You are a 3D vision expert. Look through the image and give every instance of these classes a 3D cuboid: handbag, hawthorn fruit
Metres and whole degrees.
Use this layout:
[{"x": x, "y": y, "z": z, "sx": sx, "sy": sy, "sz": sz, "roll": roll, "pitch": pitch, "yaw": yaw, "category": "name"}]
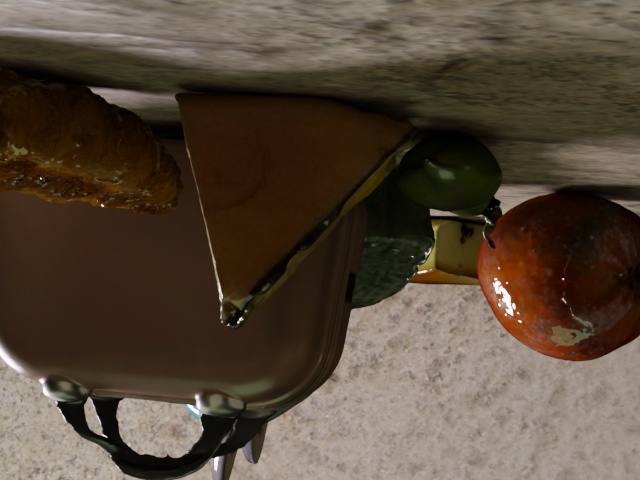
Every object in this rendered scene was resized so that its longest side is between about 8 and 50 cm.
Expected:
[{"x": -0.123, "y": 0.052, "z": 1.361, "sx": 0.302, "sy": 0.283, "sz": 0.149, "roll": 3, "pitch": 174, "yaw": 15, "category": "handbag"}, {"x": 0.235, "y": 0.034, "z": 1.612, "sx": 0.173, "sy": 0.172, "sz": 0.173, "roll": 4, "pitch": 176, "yaw": 0, "category": "hawthorn fruit"}]

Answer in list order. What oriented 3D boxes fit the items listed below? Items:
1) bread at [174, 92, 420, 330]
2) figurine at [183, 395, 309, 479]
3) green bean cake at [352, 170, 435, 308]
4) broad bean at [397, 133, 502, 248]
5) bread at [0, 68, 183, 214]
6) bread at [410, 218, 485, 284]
[{"x": -0.018, "y": -0.015, "z": 1.163, "sx": 0.169, "sy": 0.160, "sz": 0.140, "roll": 4, "pitch": 176, "yaw": 0, "category": "bread"}, {"x": -0.147, "y": 0.165, "z": 2.374, "sx": 0.362, "sy": 0.377, "sz": 0.266, "roll": 4, "pitch": 176, "yaw": -16, "category": "figurine"}, {"x": 0.000, "y": 0.000, "z": 1.561, "sx": 0.185, "sy": 0.094, "sz": 0.183, "roll": 2, "pitch": 155, "yaw": -12, "category": "green bean cake"}, {"x": 0.110, "y": -0.047, "z": 1.339, "sx": 0.075, "sy": 0.067, "sz": 0.325, "roll": 34, "pitch": -176, "yaw": 11, "category": "broad bean"}, {"x": -0.186, "y": -0.071, "z": 1.147, "sx": 0.105, "sy": 0.076, "sz": 0.233, "roll": -15, "pitch": 158, "yaw": 39, "category": "bread"}, {"x": 0.062, "y": 0.015, "z": 2.119, "sx": 0.138, "sy": 0.077, "sz": 0.361, "roll": 6, "pitch": 175, "yaw": -43, "category": "bread"}]
